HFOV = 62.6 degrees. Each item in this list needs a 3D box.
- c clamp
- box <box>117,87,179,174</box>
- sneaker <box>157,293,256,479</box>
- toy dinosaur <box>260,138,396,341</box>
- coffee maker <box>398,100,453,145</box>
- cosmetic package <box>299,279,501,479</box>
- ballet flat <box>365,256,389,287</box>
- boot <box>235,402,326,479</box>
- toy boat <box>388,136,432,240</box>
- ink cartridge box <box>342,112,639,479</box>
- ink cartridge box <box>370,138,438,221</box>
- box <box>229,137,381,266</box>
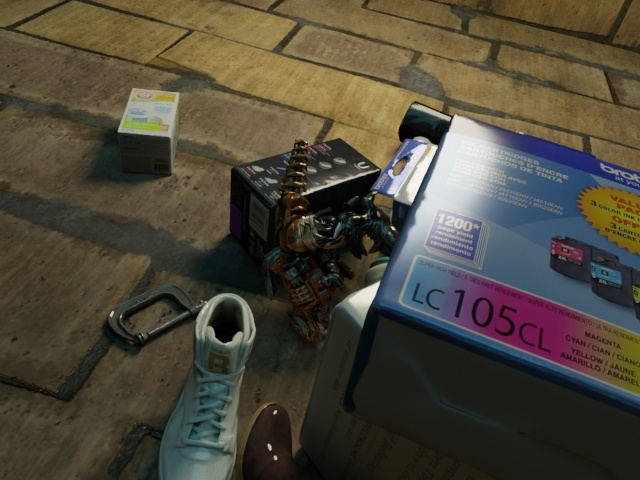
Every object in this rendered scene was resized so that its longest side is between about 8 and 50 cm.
[{"bbox_3d":[-0.265,0.127,0.883,0.160,0.022,0.137,-23,52,-33],"label":"c clamp"},{"bbox_3d":[-0.390,-0.255,1.214,0.114,0.103,0.203,3,42,-10],"label":"box"},{"bbox_3d":[-0.154,0.209,0.711,0.107,0.169,0.293,8,43,-7],"label":"sneaker"},{"bbox_3d":[0.000,0.000,0.891,0.218,0.322,0.164,-11,25,-22],"label":"toy dinosaur"},{"bbox_3d":[0.303,-0.291,1.366,0.178,0.171,0.120,26,60,17],"label":"coffee maker"},{"bbox_3d":[0.230,0.244,0.642,0.329,0.328,0.393,-23,53,-33],"label":"cosmetic package"},{"bbox_3d":[0.280,0.104,0.977,0.399,0.139,0.139,0,43,-7],"label":"ballet flat"},{"bbox_3d":[-0.005,0.307,0.625,0.206,0.090,0.249,-19,47,27],"label":"boot"},{"bbox_3d":[0.251,-0.088,1.146,0.267,0.148,0.318,-5,44,-18],"label":"toy boat"},{"bbox_3d":[0.212,0.026,0.525,0.269,0.151,0.396,21,41,9],"label":"ink cartridge box"},{"bbox_3d":[0.273,-0.089,1.021,0.310,0.065,0.186,22,55,20],"label":"ink cartridge box"},{"bbox_3d":[-0.031,-0.079,1.056,0.270,0.165,0.143,-22,50,-32],"label":"box"}]
